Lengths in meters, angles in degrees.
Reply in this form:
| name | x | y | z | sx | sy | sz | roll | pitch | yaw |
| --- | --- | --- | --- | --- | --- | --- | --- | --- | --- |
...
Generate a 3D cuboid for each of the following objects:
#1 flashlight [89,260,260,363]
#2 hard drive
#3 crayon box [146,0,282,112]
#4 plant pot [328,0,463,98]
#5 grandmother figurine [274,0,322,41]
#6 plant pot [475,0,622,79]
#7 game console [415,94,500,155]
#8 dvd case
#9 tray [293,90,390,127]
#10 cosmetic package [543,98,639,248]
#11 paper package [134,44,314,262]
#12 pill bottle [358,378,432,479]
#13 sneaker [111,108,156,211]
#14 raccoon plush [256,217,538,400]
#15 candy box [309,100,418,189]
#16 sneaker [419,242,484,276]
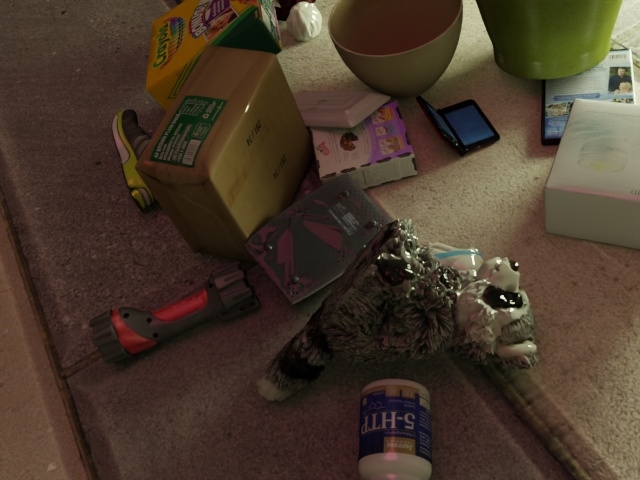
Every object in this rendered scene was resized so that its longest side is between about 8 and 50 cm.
| name | x | y | z | sx | sy | sz | roll | pitch | yaw |
| --- | --- | --- | --- | --- | --- | --- | --- | --- | --- |
| flashlight | -0.277 | 0.130 | 1.398 | 0.304 | 0.103 | 0.103 | -26 | 47 | 0 |
| hard drive | 0.000 | 0.000 | 1.403 | 0.255 | 0.054 | 0.172 | -36 | 71 | -17 |
| crayon box | -0.264 | -0.501 | 1.799 | 0.313 | 0.106 | 0.362 | -27 | 39 | 13 |
| plant pot | 0.176 | -0.424 | 1.616 | 0.284 | 0.191 | 0.284 | -9 | 51 | 11 |
| grandmother figurine | -0.068 | -0.647 | 1.933 | 0.208 | 0.104 | 0.342 | -37 | 49 | 25 |
| plant pot | 0.456 | -0.531 | 1.479 | 0.367 | 0.352 | 0.366 | -9 | 38 | 8 |
| game console | 0.282 | -0.253 | 1.523 | 0.085 | 0.124 | 0.144 | -41 | 47 | 20 |
| dvd case | 0.545 | -0.295 | 1.508 | 0.181 | 0.022 | 0.253 | -1 | 54 | 18 |
| tray | 0.006 | -0.292 | 1.611 | 0.270 | 0.030 | 0.145 | 9 | 40 | 41 |
| cosmetic package | 0.534 | -0.117 | 1.301 | 0.224 | 0.138 | 0.224 | 11 | 60 | 25 |
| paper package | -0.171 | -0.165 | 1.453 | 0.168 | 0.309 | 0.324 | 9 | 59 | 24 |
| pill bottle | 0.113 | 0.316 | 1.121 | 0.112 | 0.112 | 0.186 | -6 | 52 | 14 |
| sneaker | -0.397 | -0.195 | 1.697 | 0.121 | 0.111 | 0.299 | -18 | 55 | -9 |
| raccoon plush | 0.141 | 0.169 | 1.225 | 0.299 | 0.446 | 0.216 | 38 | 35 | -5 |
| candy box | 0.087 | -0.190 | 1.543 | 0.196 | 0.070 | 0.164 | -15 | 50 | 6 |
| sneaker | 0.179 | 0.056 | 1.325 | 0.229 | 0.087 | 0.092 | 1 | 45 | 11 |
